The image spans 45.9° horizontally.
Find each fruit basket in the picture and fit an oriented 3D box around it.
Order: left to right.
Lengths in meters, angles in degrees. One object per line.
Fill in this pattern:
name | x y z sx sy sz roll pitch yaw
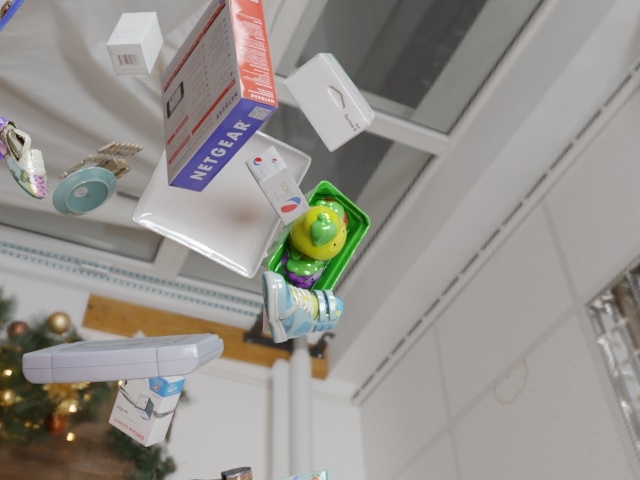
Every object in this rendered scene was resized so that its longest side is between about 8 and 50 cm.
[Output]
fruit basket | 0.000 0.000 2.440 0.392 0.283 0.392 -38 -152 25

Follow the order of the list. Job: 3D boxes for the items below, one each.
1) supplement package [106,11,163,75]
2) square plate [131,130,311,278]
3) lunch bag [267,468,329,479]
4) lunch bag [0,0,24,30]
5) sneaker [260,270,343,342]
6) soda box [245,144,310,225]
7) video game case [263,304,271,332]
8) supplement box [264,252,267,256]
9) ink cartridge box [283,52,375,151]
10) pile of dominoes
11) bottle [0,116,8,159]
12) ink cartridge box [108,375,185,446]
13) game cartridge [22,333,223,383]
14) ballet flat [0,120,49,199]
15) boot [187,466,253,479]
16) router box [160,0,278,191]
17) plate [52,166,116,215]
supplement package | -0.532 -0.569 2.183 0.105 0.105 0.179 81 11 -45
square plate | -0.248 -0.130 1.899 0.347 0.344 0.049 -63 -178 5
lunch bag | -0.057 0.731 1.893 0.262 0.223 0.160 -104 -173 -50
lunch bag | -0.843 -0.671 1.795 0.239 0.328 0.385 65 43 -56
sneaker | -0.045 0.156 1.985 0.319 0.208 0.127 85 -7 -63
soda box | -0.091 -0.118 1.682 0.069 0.074 0.216 57 -2 26
video game case | -0.124 0.244 2.321 0.122 0.011 0.087 2 -89 32
supplement box | -0.194 0.011 2.208 0.098 0.036 0.062 36 -33 59
ink cartridge box | 0.028 -0.355 1.909 0.121 0.211 0.289 -34 -173 13
pile of dominoes | -0.643 -0.224 2.278 0.196 0.040 0.251 -33 178 10
bottle | -0.890 -0.256 1.860 0.118 0.092 0.283 -55 162 19
ink cartridge box | -0.455 0.419 1.984 0.082 0.139 0.191 0 112 -66
game cartridge | -0.331 0.199 1.281 0.198 0.297 0.062 -26 111 -82
ballet flat | -0.664 -0.189 1.688 0.221 0.077 0.079 49 -67 25
boot | -0.242 0.557 1.593 0.082 0.219 0.106 153 -75 -77
router box | -0.226 -0.314 1.588 0.335 0.082 0.301 -38 -128 45
plate | -0.667 -0.132 2.155 0.024 0.188 0.188 54 -47 27
